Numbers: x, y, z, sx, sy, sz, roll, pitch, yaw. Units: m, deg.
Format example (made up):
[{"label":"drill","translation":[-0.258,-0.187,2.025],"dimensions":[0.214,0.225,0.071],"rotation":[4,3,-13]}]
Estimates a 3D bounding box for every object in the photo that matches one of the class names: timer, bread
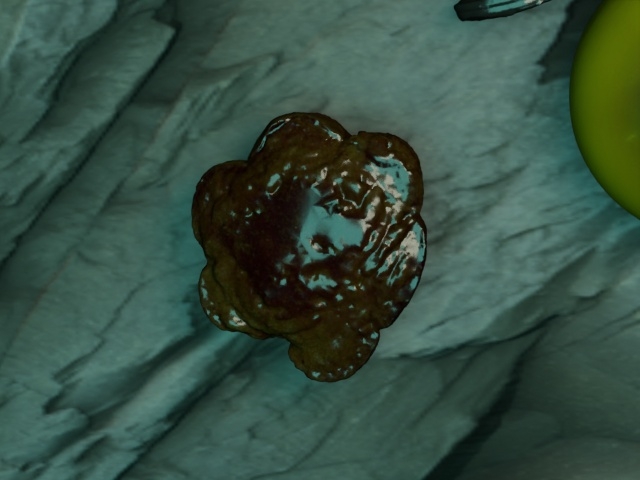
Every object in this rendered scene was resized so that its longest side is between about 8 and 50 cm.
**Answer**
[{"label":"timer","translation":[0.341,-0.117,1.595],"dimensions":[0.285,0.285,0.285],"rotation":[3,104,11]},{"label":"bread","translation":[-0.008,-0.011,1.767],"dimensions":[0.232,0.135,0.246],"rotation":[27,107,5]}]

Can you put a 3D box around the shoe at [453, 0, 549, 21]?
[{"label":"shoe","translation":[0.228,-0.273,1.674],"dimensions":[0.241,0.108,0.093],"rotation":[-20,97,9]}]
